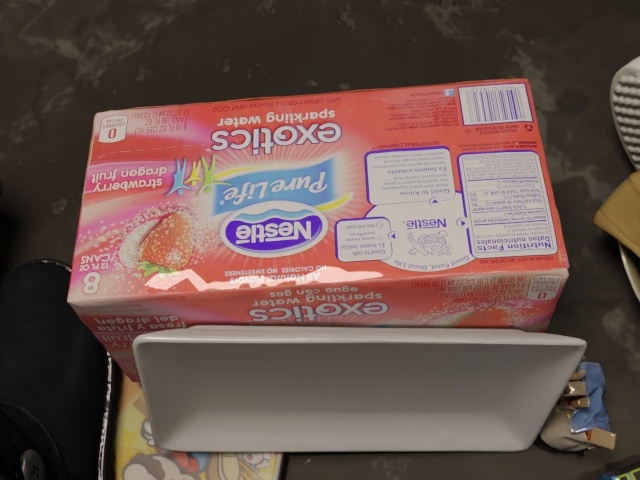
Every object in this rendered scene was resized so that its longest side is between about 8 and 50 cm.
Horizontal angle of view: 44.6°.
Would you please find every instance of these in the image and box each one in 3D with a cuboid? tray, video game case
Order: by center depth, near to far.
[{"bbox_3d":[0.021,0.095,0.515,0.270,0.145,0.030,1,50,-4],"label":"tray"},{"bbox_3d":[-0.143,0.175,0.575,0.227,0.026,0.206,8,73,7],"label":"video game case"}]

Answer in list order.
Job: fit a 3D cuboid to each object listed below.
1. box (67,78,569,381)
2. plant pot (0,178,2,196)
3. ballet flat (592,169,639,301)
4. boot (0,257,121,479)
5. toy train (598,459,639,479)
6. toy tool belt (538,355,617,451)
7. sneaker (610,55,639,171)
[{"bbox_3d":[0.000,0.000,0.545,0.300,0.142,0.154,-4,58,3],"label":"box"},{"bbox_3d":[-0.365,0.025,0.549,0.256,0.256,0.274,22,60,12],"label":"plant pot"},{"bbox_3d":[0.282,0.054,0.557,0.073,0.080,0.232,-38,78,31],"label":"ballet flat"},{"bbox_3d":[-0.199,0.102,0.482,0.094,0.207,0.246,-11,70,2],"label":"boot"},{"bbox_3d":[0.190,0.211,0.509,0.184,0.080,0.105,-22,62,0],"label":"toy train"},{"bbox_3d":[0.184,0.107,0.551,0.052,0.051,0.083,6,70,-28],"label":"toy tool belt"},{"bbox_3d":[0.354,-0.055,0.575,0.161,0.102,0.282,-40,83,-12],"label":"sneaker"}]
